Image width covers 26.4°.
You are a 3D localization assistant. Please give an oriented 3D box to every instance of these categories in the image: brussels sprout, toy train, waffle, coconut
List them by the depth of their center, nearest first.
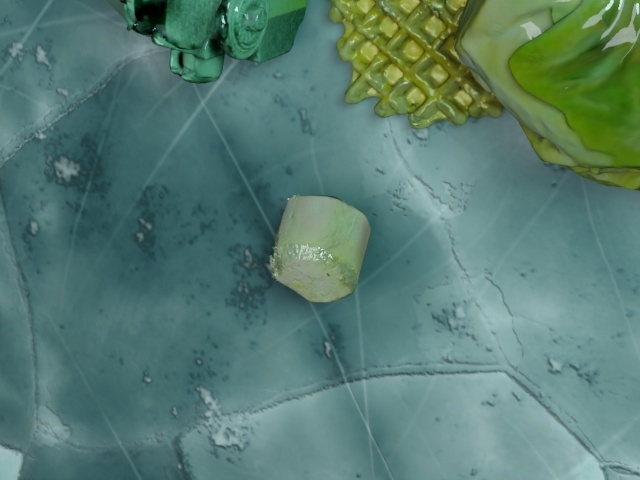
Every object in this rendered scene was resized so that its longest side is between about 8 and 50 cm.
[{"bbox_3d":[0.301,-0.181,1.307,0.344,0.268,0.344,5,116,11],"label":"brussels sprout"},{"bbox_3d":[-0.097,-0.325,1.490,0.166,0.238,0.299,20,116,20],"label":"toy train"},{"bbox_3d":[0.125,-0.246,1.507,0.261,0.056,0.250,4,108,24],"label":"waffle"},{"bbox_3d":[0.000,0.000,1.614,0.116,0.122,0.116,8,144,6],"label":"coconut"}]

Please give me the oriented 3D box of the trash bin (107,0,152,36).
[{"bbox_3d":[-0.204,-0.332,1.650,0.116,0.059,0.130,46,122,9],"label":"trash bin"}]
